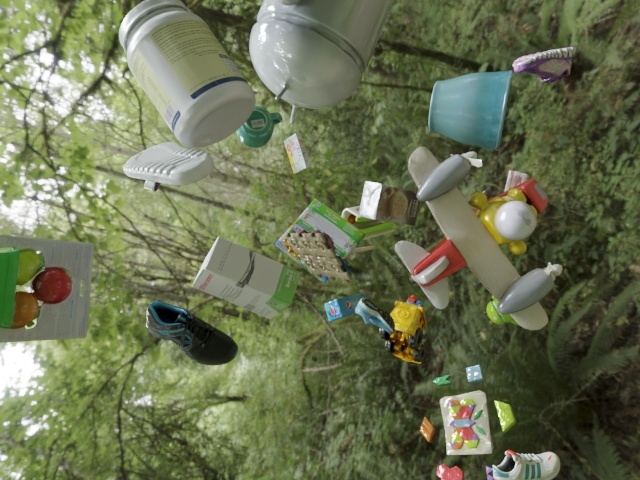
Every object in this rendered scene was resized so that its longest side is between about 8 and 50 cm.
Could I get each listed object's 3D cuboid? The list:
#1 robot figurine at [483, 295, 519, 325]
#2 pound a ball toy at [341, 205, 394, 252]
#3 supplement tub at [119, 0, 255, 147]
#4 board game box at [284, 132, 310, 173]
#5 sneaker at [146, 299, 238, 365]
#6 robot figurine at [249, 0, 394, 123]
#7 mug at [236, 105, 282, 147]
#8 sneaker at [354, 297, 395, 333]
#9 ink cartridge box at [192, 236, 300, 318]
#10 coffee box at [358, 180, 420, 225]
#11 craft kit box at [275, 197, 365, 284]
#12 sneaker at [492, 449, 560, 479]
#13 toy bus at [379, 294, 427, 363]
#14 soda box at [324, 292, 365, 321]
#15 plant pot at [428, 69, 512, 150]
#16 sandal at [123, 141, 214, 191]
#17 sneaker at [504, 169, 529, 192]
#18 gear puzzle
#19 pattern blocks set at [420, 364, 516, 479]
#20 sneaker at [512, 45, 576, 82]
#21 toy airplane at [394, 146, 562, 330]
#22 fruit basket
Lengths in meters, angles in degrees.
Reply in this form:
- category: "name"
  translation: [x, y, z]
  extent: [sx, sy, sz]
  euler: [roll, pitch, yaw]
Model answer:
- category: "robot figurine"
  translation: [0.480, 0.172, 1.172]
  extent: [0.115, 0.101, 0.067]
  euler: [-31, 25, 17]
- category: "pound a ball toy"
  translation: [0.196, -0.060, 2.080]
  extent: [0.135, 0.319, 0.208]
  euler: [34, 125, 40]
- category: "supplement tub"
  translation: [-0.348, -0.434, 1.194]
  extent: [0.235, 0.325, 0.235]
  euler: [-34, -5, -3]
- category: "board game box"
  translation: [-0.103, -0.381, 2.005]
  extent: [0.103, 0.026, 0.154]
  euler: [-15, 93, 54]
- category: "sneaker"
  translation: [-0.440, 0.314, 1.543]
  extent: [0.140, 0.340, 0.125]
  euler: [110, -177, -53]
- category: "robot figurine"
  translation: [0.006, -0.377, 0.766]
  extent: [0.354, 0.199, 0.300]
  euler: [-68, -21, 0]
- category: "mug"
  translation: [-0.218, -0.407, 1.576]
  extent: [0.158, 0.129, 0.097]
  euler: [-60, 7, -12]
- category: "sneaker"
  translation: [0.188, 0.269, 1.583]
  extent: [0.073, 0.162, 0.063]
  euler: [-51, 0, 28]
- category: "ink cartridge box"
  translation: [-0.227, 0.120, 1.389]
  extent: [0.198, 0.272, 0.115]
  euler: [-42, 27, 56]
- category: "coffee box"
  translation: [0.281, -0.146, 1.828]
  extent: [0.098, 0.246, 0.141]
  euler: [19, 101, 49]
- category: "craft kit box"
  translation: [0.000, 0.000, 1.754]
  extent: [0.247, 0.249, 0.061]
  euler: [-50, -13, -15]
- category: "sneaker"
  translation: [0.437, 0.478, 0.972]
  extent: [0.057, 0.161, 0.076]
  euler: [156, 94, -76]
- category: "toy bus"
  translation: [0.337, 0.324, 1.727]
  extent: [0.212, 0.149, 0.220]
  euler: [-56, -39, -32]
- category: "soda box"
  translation: [0.105, 0.259, 1.783]
  extent: [0.210, 0.067, 0.071]
  euler: [-1, -112, -57]
- category: "plant pot"
  translation: [0.528, -0.472, 1.636]
  extent: [0.271, 0.255, 0.272]
  euler: [11, -90, -72]
- category: "sandal"
  translation: [-0.416, -0.182, 1.236]
  extent: [0.416, 0.169, 0.102]
  euler: [22, 138, 50]
- category: "sneaker"
  translation: [0.626, -0.168, 1.455]
  extent: [0.134, 0.070, 0.051]
  euler: [74, -150, -54]
- category: "gear puzzle"
  translation: [-0.021, 0.035, 1.341]
  extent: [0.044, 0.176, 0.338]
  euler: [-42, 19, -21]
- category: "pattern blocks set"
  translation: [0.427, 0.542, 1.348]
  extent: [0.285, 0.026, 0.325]
  euler: [-32, 43, 21]
- category: "sneaker"
  translation: [0.743, -0.570, 1.508]
  extent: [0.095, 0.236, 0.105]
  euler: [-144, 42, -62]
- category: "toy airplane"
  translation: [0.372, -0.012, 1.064]
  extent: [0.272, 0.385, 0.385]
  euler: [140, 142, -70]
- category: "fruit basket"
  translation: [-0.916, 0.153, 1.448]
  extent: [0.353, 0.165, 0.328]
  euler: [9, -100, -53]
